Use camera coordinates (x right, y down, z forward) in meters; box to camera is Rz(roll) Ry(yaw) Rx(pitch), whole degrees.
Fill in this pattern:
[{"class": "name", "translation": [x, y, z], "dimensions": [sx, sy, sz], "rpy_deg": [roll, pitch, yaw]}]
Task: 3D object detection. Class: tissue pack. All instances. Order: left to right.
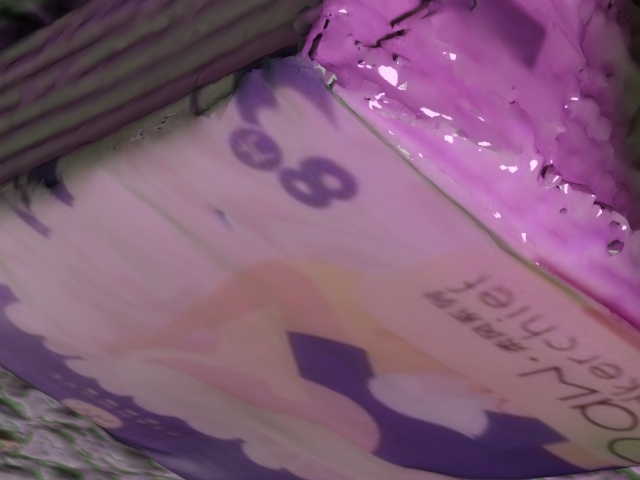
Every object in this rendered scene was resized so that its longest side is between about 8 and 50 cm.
[{"class": "tissue pack", "translation": [0.000, 0.000, 0.738], "dimensions": [0.242, 0.125, 0.344], "rpy_deg": [36, 151, -26]}]
